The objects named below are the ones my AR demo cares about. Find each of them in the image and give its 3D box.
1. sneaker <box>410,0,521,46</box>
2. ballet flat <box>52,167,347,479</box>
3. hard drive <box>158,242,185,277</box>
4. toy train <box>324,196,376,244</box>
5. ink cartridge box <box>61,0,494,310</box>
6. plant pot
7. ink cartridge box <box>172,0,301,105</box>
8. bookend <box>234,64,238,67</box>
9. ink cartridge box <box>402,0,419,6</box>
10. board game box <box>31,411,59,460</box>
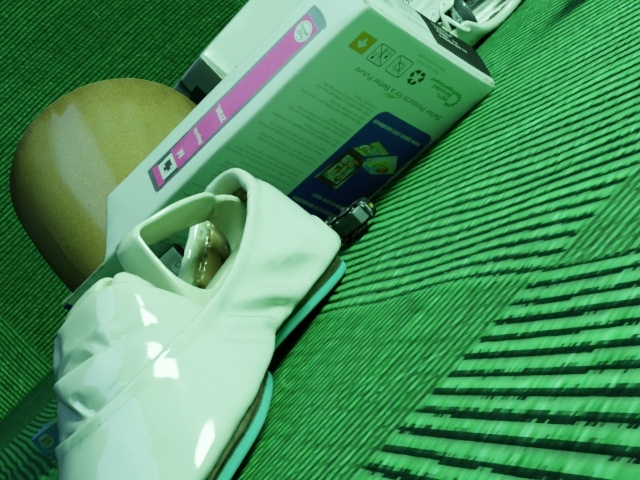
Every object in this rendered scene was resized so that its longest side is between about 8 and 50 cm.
[{"bbox_3d":[0.126,-0.233,1.553,0.258,0.094,0.091,-45,2,-12],"label":"sneaker"},{"bbox_3d":[-0.090,0.059,0.868,0.139,0.139,0.400,-42,7,25],"label":"ballet flat"},{"bbox_3d":[-0.134,0.080,1.173,0.135,0.094,0.022,-43,8,11],"label":"hard drive"},{"bbox_3d":[0.000,0.000,1.150,0.036,0.027,0.158,-44,5,-34],"label":"toy train"},{"bbox_3d":[-0.044,-0.055,1.184,0.371,0.175,0.069,-44,50,20],"label":"ink cartridge box"},{"bbox_3d":[-0.187,-0.009,1.473,0.237,0.237,0.254,-44,36,9],"label":"plant pot"},{"bbox_3d":[-0.102,-0.207,1.709,0.153,0.087,0.208,-52,9,-26],"label":"ink cartridge box"},{"bbox_3d":[-0.063,-0.099,1.554,0.072,0.157,0.156,-17,-8,-29],"label":"bookend"},{"bbox_3d":[0.030,-0.192,1.740,0.223,0.129,0.307,-47,7,-13],"label":"ink cartridge box"},{"bbox_3d":[-0.214,0.140,1.563,0.211,0.039,0.160,-48,7,-38],"label":"board game box"}]
